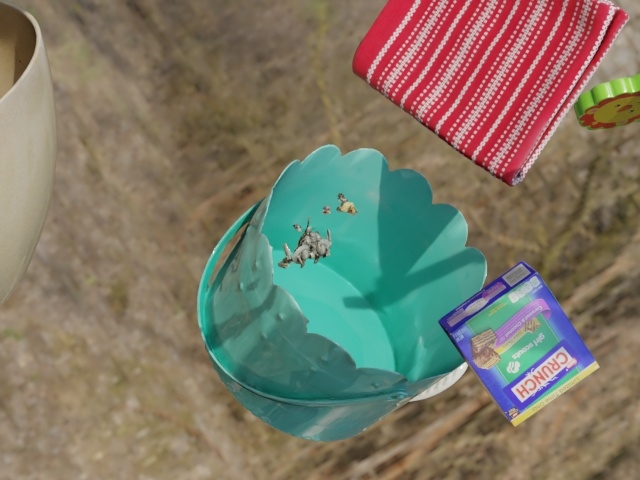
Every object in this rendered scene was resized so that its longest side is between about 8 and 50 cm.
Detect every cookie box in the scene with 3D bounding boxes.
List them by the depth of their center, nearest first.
[{"bbox_3d":[0.168,0.088,1.307,0.107,0.092,0.040,54,1,-19],"label":"cookie box"}]

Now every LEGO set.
[{"bbox_3d":[0.000,-0.002,1.312,0.054,0.083,0.023,19,23,-48],"label":"LEGO set"}]

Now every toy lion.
[{"bbox_3d":[0.258,-0.114,1.246,0.100,0.096,0.034,7,62,-44],"label":"toy lion"}]

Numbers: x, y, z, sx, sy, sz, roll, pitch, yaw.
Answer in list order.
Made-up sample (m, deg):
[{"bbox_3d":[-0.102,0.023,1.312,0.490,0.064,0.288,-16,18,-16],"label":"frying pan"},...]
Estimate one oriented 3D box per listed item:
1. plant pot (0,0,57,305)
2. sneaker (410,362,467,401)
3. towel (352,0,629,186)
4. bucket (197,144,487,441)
[{"bbox_3d":[-0.319,-0.036,1.179,0.284,0.284,0.191,-111,-175,-55],"label":"plant pot"},{"bbox_3d":[0.072,0.175,2.139,0.161,0.282,0.102,-6,84,-78],"label":"sneaker"},{"bbox_3d":[0.154,-0.195,1.517,0.031,0.199,0.275,23,13,-44],"label":"towel"},{"bbox_3d":[0.018,0.062,1.599,0.281,0.183,0.281,18,48,-22],"label":"bucket"}]
